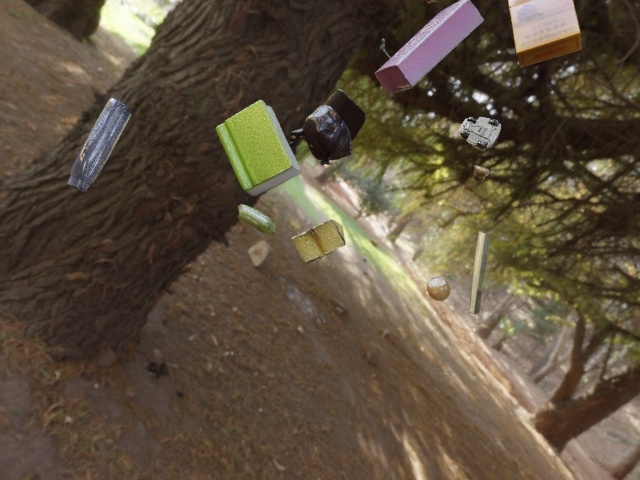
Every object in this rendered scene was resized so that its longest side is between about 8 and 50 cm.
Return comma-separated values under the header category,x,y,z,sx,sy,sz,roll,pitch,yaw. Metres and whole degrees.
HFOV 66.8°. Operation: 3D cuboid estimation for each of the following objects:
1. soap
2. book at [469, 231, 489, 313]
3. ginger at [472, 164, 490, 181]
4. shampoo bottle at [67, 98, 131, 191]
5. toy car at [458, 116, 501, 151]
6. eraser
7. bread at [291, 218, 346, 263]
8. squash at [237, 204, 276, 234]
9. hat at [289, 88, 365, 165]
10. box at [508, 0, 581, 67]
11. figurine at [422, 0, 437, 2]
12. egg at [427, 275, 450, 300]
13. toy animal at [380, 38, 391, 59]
category,x,y,z,sx,sy,sz,roll,pitch,yaw
soap,0.280,-0.511,1.296,0.081,0.259,0.181,48,0,-16
book,0.578,0.124,1.762,0.026,0.289,0.201,7,-5,25
ginger,0.588,-0.249,1.785,0.137,0.044,0.057,15,62,-81
shampoo bottle,-0.539,-0.229,1.183,0.049,0.233,0.087,22,-11,5
toy car,0.588,-0.387,1.789,0.139,0.112,0.112,29,-3,27
eraser,-0.216,-0.312,1.673,0.274,0.210,0.092,67,15,9
bread,0.000,0.000,2.602,0.178,0.266,0.142,65,19,-1
squash,-0.260,-0.086,1.937,0.239,0.069,0.069,29,-4,40
hat,0.017,-0.432,1.952,0.238,0.209,0.336,45,-35,9
box,0.680,-0.680,1.488,0.076,0.174,0.273,40,47,-53
figurine,0.404,-0.954,1.837,0.126,0.113,0.157,14,-17,23
egg,0.420,0.175,1.722,0.080,0.080,0.096,-126,-165,-57
toy animal,0.304,-0.662,1.803,0.070,0.079,0.253,9,31,-41
